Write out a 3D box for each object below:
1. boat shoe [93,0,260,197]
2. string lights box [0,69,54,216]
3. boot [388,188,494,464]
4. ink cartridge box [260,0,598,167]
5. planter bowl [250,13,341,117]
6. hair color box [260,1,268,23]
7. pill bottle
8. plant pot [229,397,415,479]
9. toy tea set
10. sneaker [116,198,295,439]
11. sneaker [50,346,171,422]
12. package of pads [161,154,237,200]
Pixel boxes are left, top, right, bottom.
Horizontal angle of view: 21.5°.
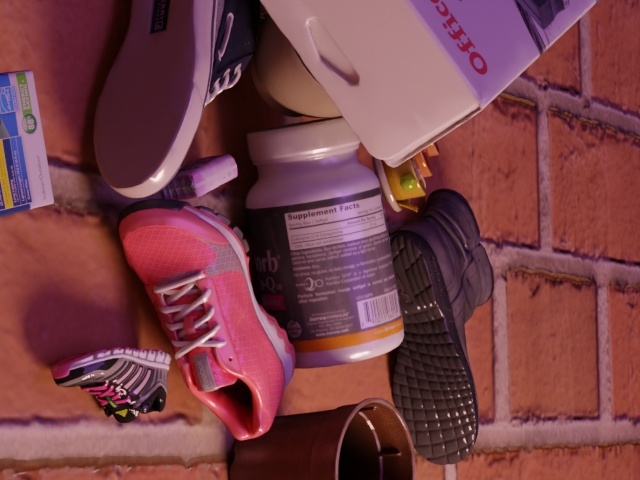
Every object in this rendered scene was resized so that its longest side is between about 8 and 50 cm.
[{"bbox_3d":[-0.139,-0.181,1.826,0.158,0.127,0.340,41,53,-53],"label":"boat shoe"},{"bbox_3d":[-0.365,-0.072,1.524,0.260,0.077,0.133,-20,104,-55],"label":"string lights box"},{"bbox_3d":[0.181,0.113,2.277,0.223,0.118,0.338,-33,118,-58],"label":"boot"},{"bbox_3d":[0.137,-0.306,1.919,0.285,0.166,0.395,53,44,-6],"label":"ink cartridge box"},{"bbox_3d":[-0.011,-0.205,1.929,0.162,0.109,0.162,22,53,-33],"label":"planter bowl"},{"bbox_3d":[-0.021,-0.447,2.013,0.174,0.105,0.347,38,65,-47],"label":"hair color box"},{"bbox_3d":[0.000,0.000,1.977,0.162,0.162,0.278,-17,99,-55],"label":"pill bottle"},{"bbox_3d":[-0.004,0.265,1.932,0.167,0.165,0.166,12,75,-55],"label":"plant pot"},{"bbox_3d":[0.122,-0.165,2.113,0.336,0.124,0.200,-67,137,-75],"label":"toy tea set"},{"bbox_3d":[-0.116,0.088,1.804,0.314,0.116,0.136,58,24,-34],"label":"sneaker"},{"bbox_3d":[-0.210,0.150,1.734,0.170,0.063,0.074,8,73,-60],"label":"sneaker"},{"bbox_3d":[-0.135,-0.070,1.883,0.083,0.050,0.032,-32,112,-52],"label":"package of pads"}]
